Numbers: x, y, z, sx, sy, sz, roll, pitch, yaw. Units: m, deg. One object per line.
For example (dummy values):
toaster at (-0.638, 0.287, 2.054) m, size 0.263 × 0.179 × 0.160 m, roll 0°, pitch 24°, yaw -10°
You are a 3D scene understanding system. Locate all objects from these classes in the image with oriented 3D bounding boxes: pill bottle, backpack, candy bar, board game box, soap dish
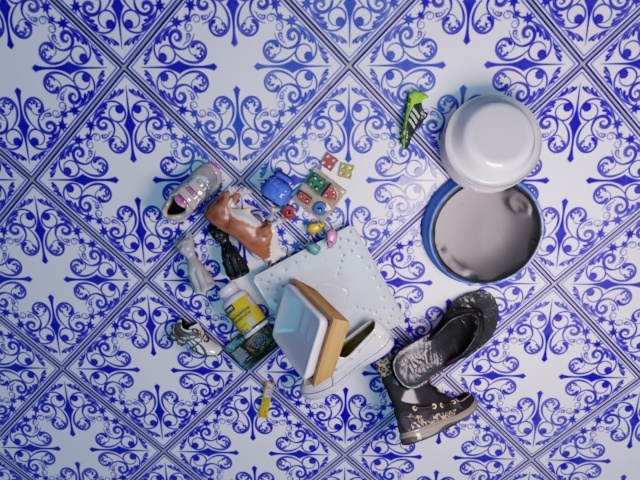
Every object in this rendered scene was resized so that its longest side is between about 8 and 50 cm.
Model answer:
pill bottle at (-0.270, 0.235, 1.615) m, size 0.103 × 0.103 × 0.184 m, roll -39°, pitch 85°, yaw 11°
backpack at (-0.138, -0.167, 1.503) m, size 0.098 × 0.120 × 0.101 m, roll 29°, pitch 104°, yaw -5°
candy bar at (-0.202, 0.595, 1.760) m, size 0.040 × 0.018 × 0.161 m, roll 11°, pitch 105°, yaw -4°
board game box at (-0.238, 0.369, 1.697) m, size 0.186 × 0.026 × 0.126 m, roll -40°, pitch 98°, yaw 11°
soap dish at (-0.034, 0.282, 1.494) m, size 0.118 × 0.291 × 0.229 m, roll 7°, pitch 106°, yaw -31°
board game box at (0.032, 0.195, 1.629) m, size 0.390 × 0.050 × 0.390 m, roll -28°, pitch 102°, yaw 9°

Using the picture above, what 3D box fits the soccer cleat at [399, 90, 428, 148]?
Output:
soccer cleat at (0.292, -0.370, 1.465) m, size 0.072 × 0.060 × 0.179 m, roll 9°, pitch 102°, yaw -2°

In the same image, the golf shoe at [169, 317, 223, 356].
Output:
golf shoe at (-0.432, 0.343, 1.673) m, size 0.198 × 0.077 × 0.094 m, roll 23°, pitch 104°, yaw -5°

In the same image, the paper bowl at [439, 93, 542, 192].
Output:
paper bowl at (0.506, -0.289, 1.392) m, size 0.284 × 0.148 × 0.284 m, roll 0°, pitch 85°, yaw 2°

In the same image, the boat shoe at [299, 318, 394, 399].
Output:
boat shoe at (0.057, 0.381, 1.568) m, size 0.367 × 0.136 × 0.156 m, roll -35°, pitch 117°, yaw 9°

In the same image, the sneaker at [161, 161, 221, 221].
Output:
sneaker at (-0.417, -0.146, 1.524) m, size 0.103 × 0.111 × 0.252 m, roll 41°, pitch 102°, yaw -8°

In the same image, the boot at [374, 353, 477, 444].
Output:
boot at (0.362, 0.505, 1.626) m, size 0.138 × 0.377 × 0.284 m, roll -45°, pitch 62°, yaw 46°

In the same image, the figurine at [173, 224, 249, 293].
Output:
figurine at (-0.376, 0.052, 1.596) m, size 0.215 × 0.092 × 0.209 m, roll -21°, pitch 94°, yaw 8°

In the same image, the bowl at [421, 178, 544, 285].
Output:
bowl at (0.530, -0.033, 1.536) m, size 0.391 × 0.077 × 0.391 m, roll 1°, pitch 105°, yaw 2°

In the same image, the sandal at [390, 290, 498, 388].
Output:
sandal at (0.429, 0.322, 1.530) m, size 0.446 × 0.107 × 0.167 m, roll -36°, pitch 81°, yaw -17°

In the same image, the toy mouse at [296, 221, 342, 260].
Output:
toy mouse at (0.000, 0.000, 1.537) m, size 0.161 × 0.031 × 0.143 m, roll -16°, pitch 66°, yaw 14°

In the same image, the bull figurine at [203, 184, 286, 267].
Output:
bull figurine at (-0.222, -0.048, 1.528) m, size 0.310 × 0.101 × 0.188 m, roll 33°, pitch 111°, yaw -16°

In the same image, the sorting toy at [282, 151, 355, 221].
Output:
sorting toy at (0.001, -0.153, 1.540) m, size 0.132 × 0.046 × 0.274 m, roll 37°, pitch 103°, yaw -8°
